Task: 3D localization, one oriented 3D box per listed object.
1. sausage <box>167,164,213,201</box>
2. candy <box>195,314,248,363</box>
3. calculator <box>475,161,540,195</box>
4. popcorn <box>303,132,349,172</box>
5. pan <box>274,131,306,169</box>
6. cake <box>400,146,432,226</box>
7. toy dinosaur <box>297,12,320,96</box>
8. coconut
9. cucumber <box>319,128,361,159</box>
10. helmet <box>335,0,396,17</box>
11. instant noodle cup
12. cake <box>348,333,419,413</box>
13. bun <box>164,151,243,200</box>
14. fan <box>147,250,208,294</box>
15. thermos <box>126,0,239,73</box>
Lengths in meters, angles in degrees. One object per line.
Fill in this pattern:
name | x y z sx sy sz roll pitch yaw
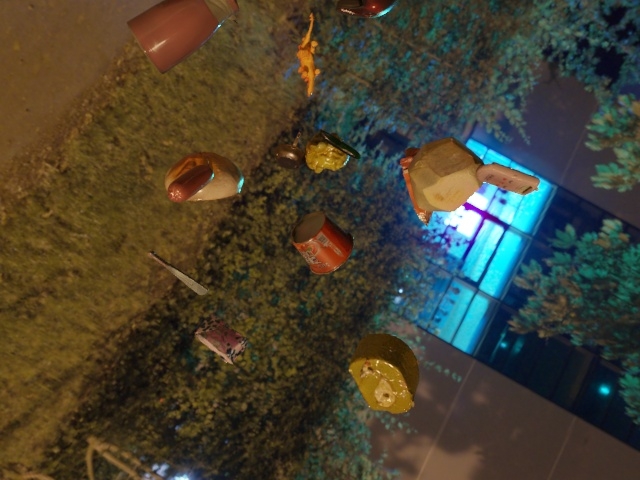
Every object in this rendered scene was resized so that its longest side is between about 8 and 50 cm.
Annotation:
sausage | -0.344 -0.152 1.360 0.154 0.062 0.062 -52 172 -51
candy | -0.322 0.318 1.658 0.092 0.160 0.073 -48 153 -26
calculator | 0.509 -0.167 1.391 0.100 0.175 0.032 98 13 -78
popcorn | 0.021 -0.362 2.082 0.197 0.198 0.155 -58 135 -58
pan | -0.128 -0.343 1.993 0.202 0.128 0.048 80 22 -58
cake | 0.372 -0.189 1.807 0.098 0.135 0.287 -51 129 -63
toy dinosaur | -0.047 -0.648 1.819 0.117 0.071 0.288 172 -84 -71
coconut | 0.374 -0.195 1.573 0.236 0.237 0.197 -62 -155 30
cucumber | 0.069 -0.339 1.829 0.036 0.184 0.033 -35 -145 50
helmet | 0.141 -0.749 1.489 0.216 0.193 0.189 -123 -143 -79
instant noodle cup | 0.000 0.000 2.308 0.250 0.192 0.250 -27 -145 22
cake | 0.217 0.436 1.656 0.179 0.260 0.156 -11 -152 36
bun | -0.449 -0.256 1.957 0.299 0.299 0.164 -56 144 -68
fan | -0.546 0.128 1.958 0.057 0.282 0.023 -25 -144 37
thermos | -0.338 -0.562 1.283 0.265 0.146 0.176 -33 139 3
